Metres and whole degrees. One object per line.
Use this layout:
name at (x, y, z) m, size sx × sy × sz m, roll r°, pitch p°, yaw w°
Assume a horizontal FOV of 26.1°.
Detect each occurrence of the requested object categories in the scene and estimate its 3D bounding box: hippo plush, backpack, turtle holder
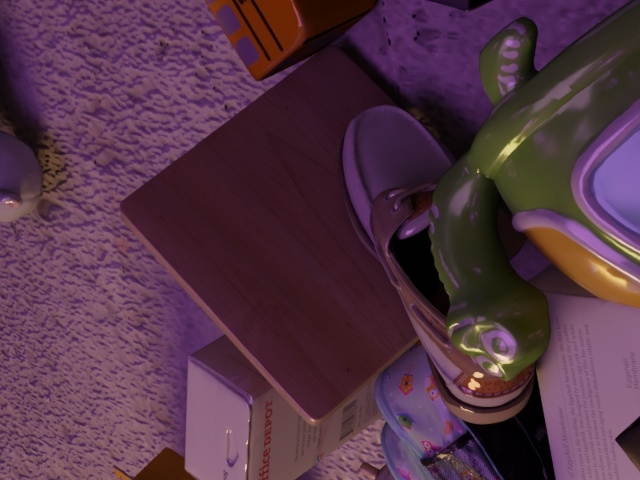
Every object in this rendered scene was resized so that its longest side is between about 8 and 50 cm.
hippo plush at (-0.441, -0.116, 1.672) m, size 0.294 × 0.234 × 0.236 m, roll -42°, pitch 103°, yaw 8°
backpack at (0.138, 0.163, 1.255) m, size 0.144 × 0.166 × 0.188 m, roll -33°, pitch 86°, yaw 40°
turtle holder at (0.220, -0.050, 0.921) m, size 0.227 × 0.320 × 0.243 m, roll 57°, pitch 169°, yaw 11°

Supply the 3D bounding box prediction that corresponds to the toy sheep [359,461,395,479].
toy sheep at (0.099, 0.263, 1.417) m, size 0.132 × 0.091 × 0.091 m, roll 20°, pitch 129°, yaw 12°

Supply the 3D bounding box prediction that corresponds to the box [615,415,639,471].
box at (0.267, 0.140, 0.990) m, size 0.062 × 0.052 × 0.083 m, roll 54°, pitch 140°, yaw 7°

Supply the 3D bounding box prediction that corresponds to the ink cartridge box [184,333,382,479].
ink cartridge box at (-0.030, 0.147, 1.374) m, size 0.093 × 0.212 × 0.154 m, roll 28°, pitch 131°, yaw 30°

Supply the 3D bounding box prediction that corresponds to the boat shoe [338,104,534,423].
boat shoe at (0.097, -0.005, 1.126) m, size 0.103 × 0.113 × 0.302 m, roll 85°, pitch 162°, yaw -58°

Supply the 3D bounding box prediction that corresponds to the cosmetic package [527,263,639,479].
cosmetic package at (0.301, 0.120, 1.088) m, size 0.225 × 0.138 × 0.224 m, roll 6°, pitch 117°, yaw 41°

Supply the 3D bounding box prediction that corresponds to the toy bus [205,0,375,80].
toy bus at (-0.083, -0.320, 1.224) m, size 0.130 × 0.108 × 0.332 m, roll -31°, pitch 91°, yaw 51°

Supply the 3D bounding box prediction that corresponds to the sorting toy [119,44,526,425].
sorting toy at (0.000, 0.000, 1.238) m, size 0.257 × 0.255 × 0.089 m, roll 47°, pitch 162°, yaw 13°

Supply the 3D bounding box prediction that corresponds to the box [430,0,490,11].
box at (0.074, -0.331, 1.069) m, size 0.184 × 0.103 × 0.261 m, roll 25°, pitch 129°, yaw 36°

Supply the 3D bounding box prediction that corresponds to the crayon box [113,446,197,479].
crayon box at (-0.122, 0.382, 1.653) m, size 0.203 × 0.083 × 0.323 m, roll 30°, pitch 147°, yaw 29°
